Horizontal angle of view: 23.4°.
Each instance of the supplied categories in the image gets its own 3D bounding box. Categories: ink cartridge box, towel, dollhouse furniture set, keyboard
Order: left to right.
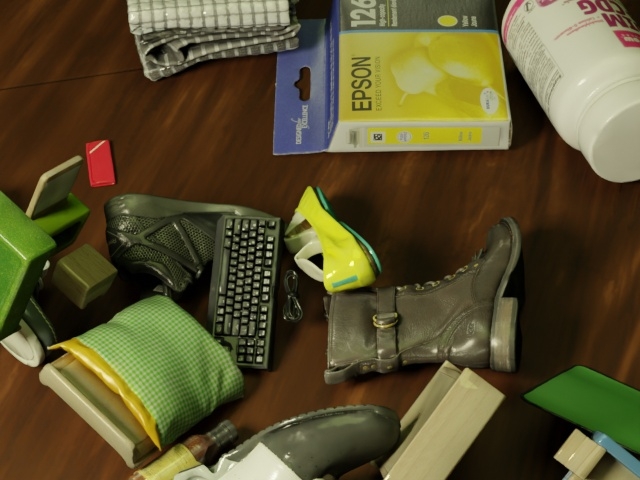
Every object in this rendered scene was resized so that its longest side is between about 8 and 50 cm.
[{"bbox_3d":[-0.218,0.063,1.623,0.301,0.151,0.197,41,43,13],"label":"dollhouse furniture set"},{"bbox_3d":[-0.160,-0.349,2.171,0.235,0.121,0.284,-7,41,-8],"label":"towel"},{"bbox_3d":[-0.072,0.059,1.753,0.108,0.023,0.180,5,72,-1],"label":"keyboard"},{"bbox_3d":[0.092,-0.234,2.083,0.307,0.072,0.303,1,44,-1],"label":"ink cartridge box"},{"bbox_3d":[0.185,0.303,1.516,0.303,0.198,0.286,37,88,1],"label":"dollhouse furniture set"}]

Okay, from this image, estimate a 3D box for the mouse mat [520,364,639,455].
[{"bbox_3d":[0.306,0.177,1.623,0.152,0.007,0.189,24,18,24],"label":"mouse mat"}]

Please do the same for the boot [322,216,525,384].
[{"bbox_3d":[0.116,0.063,1.761,0.229,0.091,0.263,-1,36,11],"label":"boot"}]

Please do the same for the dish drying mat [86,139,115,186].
[{"bbox_3d":[-0.284,-0.100,1.989,0.032,0.008,0.083,-7,44,-8],"label":"dish drying mat"}]

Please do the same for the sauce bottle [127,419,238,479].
[{"bbox_3d":[-0.141,0.231,1.616,0.128,0.042,0.042,-32,52,-26],"label":"sauce bottle"}]

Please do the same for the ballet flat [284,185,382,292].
[{"bbox_3d":[0.000,0.000,1.806,0.077,0.077,0.231,-29,28,-5],"label":"ballet flat"}]

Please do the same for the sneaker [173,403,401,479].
[{"bbox_3d":[-0.057,0.274,1.495,0.330,0.122,0.146,-27,60,9],"label":"sneaker"}]

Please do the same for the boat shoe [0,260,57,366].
[{"bbox_3d":[-0.370,0.024,1.787,0.099,0.116,0.319,-28,45,-20],"label":"boat shoe"}]

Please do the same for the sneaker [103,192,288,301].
[{"bbox_3d":[-0.143,0.020,1.815,0.227,0.087,0.130,5,74,-28],"label":"sneaker"}]

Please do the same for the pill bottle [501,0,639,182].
[{"bbox_3d":[0.354,-0.214,1.989,0.160,0.160,0.283,-12,45,-11],"label":"pill bottle"}]
